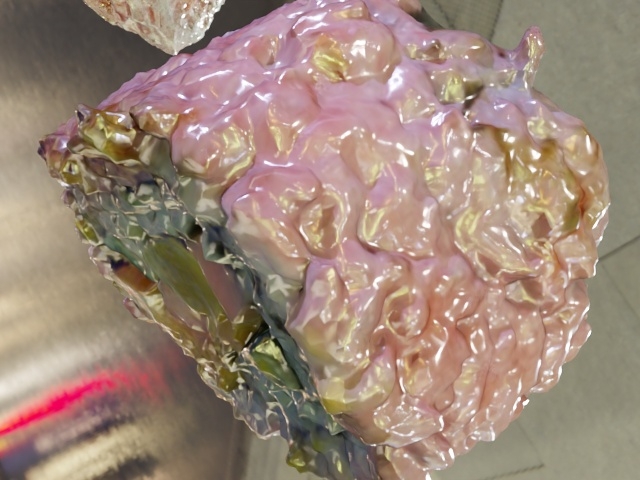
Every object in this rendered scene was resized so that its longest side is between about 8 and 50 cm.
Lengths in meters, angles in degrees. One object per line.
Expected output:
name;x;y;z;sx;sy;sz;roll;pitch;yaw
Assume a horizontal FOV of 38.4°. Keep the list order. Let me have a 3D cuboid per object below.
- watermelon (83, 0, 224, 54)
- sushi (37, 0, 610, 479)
watermelon;-0.087;-0.177;0.524;0.071;0.187;0.139;-101;-2;-71
sushi;0.000;0.000;0.450;0.236;0.171;0.270;54;157;-14
